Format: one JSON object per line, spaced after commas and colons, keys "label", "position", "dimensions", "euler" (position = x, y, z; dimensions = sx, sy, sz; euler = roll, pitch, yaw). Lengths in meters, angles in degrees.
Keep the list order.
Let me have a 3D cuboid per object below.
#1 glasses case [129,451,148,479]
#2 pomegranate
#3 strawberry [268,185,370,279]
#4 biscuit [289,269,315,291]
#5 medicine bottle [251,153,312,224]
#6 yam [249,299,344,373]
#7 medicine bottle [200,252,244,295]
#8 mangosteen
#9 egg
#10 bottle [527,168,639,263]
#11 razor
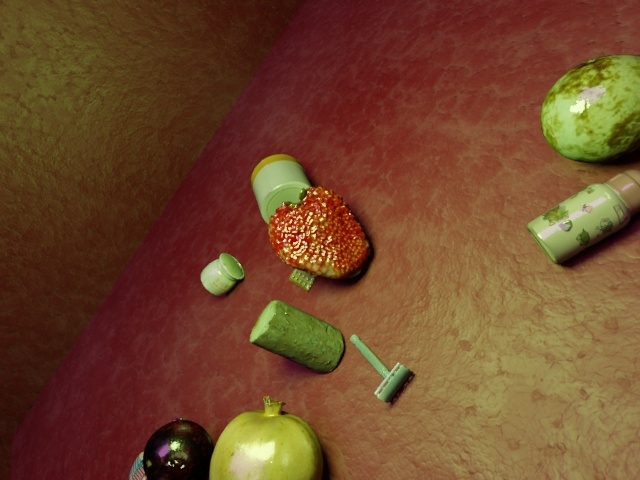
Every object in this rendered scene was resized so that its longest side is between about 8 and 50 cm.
{"label": "glasses case", "position": [-0.615, 0.892, 1.513], "dimensions": [0.327, 0.076, 0.125], "euler": [6, 66, 46]}
{"label": "pomegranate", "position": [-0.142, 0.583, 1.093], "dimensions": [0.319, 0.319, 0.320], "euler": [-26, 47, 31]}
{"label": "strawberry", "position": [0.000, 0.000, 1.398], "dimensions": [0.312, 0.267, 0.351], "euler": [-34, 66, -25]}
{"label": "biscuit", "position": [-0.027, 0.071, 1.561], "dimensions": [0.139, 0.016, 0.232], "euler": [23, 80, 51]}
{"label": "medicine bottle", "position": [-0.153, -0.200, 1.709], "dimensions": [0.238, 0.237, 0.232], "euler": [-41, 42, 16]}
{"label": "yam", "position": [-0.073, 0.294, 1.268], "dimensions": [0.161, 0.267, 0.161], "euler": [-44, 28, 32]}
{"label": "medicine bottle", "position": [-0.428, 0.149, 1.806], "dimensions": [0.143, 0.147, 0.147], "euler": [-38, 41, 15]}
{"label": "mangosteen", "position": [-0.483, 0.724, 1.412], "dimensions": [0.228, 0.228, 0.265], "euler": [-61, 11, -8]}
{"label": "egg", "position": [0.671, -0.306, 0.954], "dimensions": [0.289, 0.238, 0.238], "euler": [-12, 52, 16]}
{"label": "bottle", "position": [0.612, -0.059, 0.927], "dimensions": [0.253, 0.120, 0.121], "euler": [-36, 42, 19]}
{"label": "razor", "position": [0.152, 0.337, 1.162], "dimensions": [0.106, 0.068, 0.232], "euler": [-52, 32, 2]}
